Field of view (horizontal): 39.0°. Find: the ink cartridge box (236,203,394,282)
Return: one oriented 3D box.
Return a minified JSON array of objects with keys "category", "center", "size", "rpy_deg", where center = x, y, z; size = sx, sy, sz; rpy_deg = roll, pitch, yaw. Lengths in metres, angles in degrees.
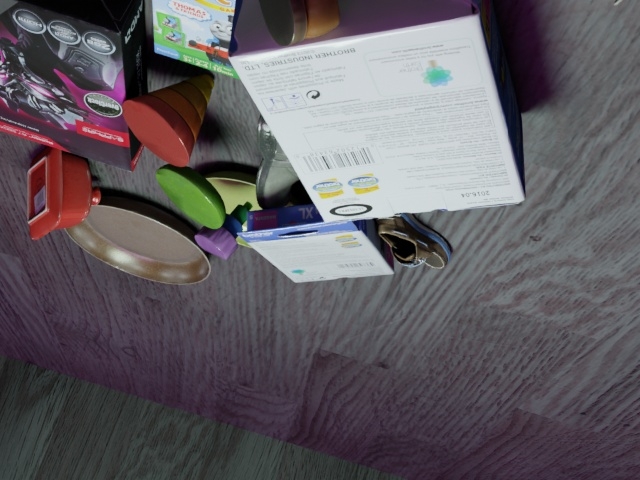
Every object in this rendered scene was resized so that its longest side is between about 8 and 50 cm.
[{"category":"ink cartridge box","center":[0.000,0.000,1.471],"size":[0.186,0.065,0.311],"rpy_deg":[-6,164,15]}]

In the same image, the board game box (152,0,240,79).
[{"category":"board game box","center":[-0.130,-0.287,1.127],"size":[0.160,0.039,0.211],"rpy_deg":[18,153,0]}]

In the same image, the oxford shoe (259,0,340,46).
[{"category":"oxford shoe","center":[-0.029,-0.298,0.862],"size":[0.076,0.076,0.212],"rpy_deg":[13,119,58]}]

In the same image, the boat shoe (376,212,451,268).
[{"category":"boat shoe","center":[0.149,0.008,1.501],"size":[0.066,0.066,0.183],"rpy_deg":[-11,142,45]}]

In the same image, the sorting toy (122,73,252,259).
[{"category":"sorting toy","center":[-0.170,-0.117,1.364],"size":[0.127,0.126,0.365],"rpy_deg":[27,155,28]}]

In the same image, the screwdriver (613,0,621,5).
[{"category":"screwdriver","center":[0.344,-0.275,0.888],"size":[0.025,0.024,0.170],"rpy_deg":[-7,166,-17]}]

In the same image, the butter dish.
[{"category":"butter dish","center":[-0.456,-0.086,1.634],"size":[0.118,0.160,0.160],"rpy_deg":[6,164,-36]}]

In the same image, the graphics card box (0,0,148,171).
[{"category":"graphics card box","center":[-0.367,-0.249,1.286],"size":[0.233,0.094,0.371],"rpy_deg":[18,153,-2]}]

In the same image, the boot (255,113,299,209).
[{"category":"boot","center":[-0.010,-0.108,1.347],"size":[0.161,0.083,0.246],"rpy_deg":[14,148,5]}]

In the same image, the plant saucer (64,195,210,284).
[{"category":"plant saucer","center":[-0.362,-0.005,1.810],"size":[0.311,0.050,0.310],"rpy_deg":[14,155,7]}]

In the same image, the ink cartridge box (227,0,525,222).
[{"category":"ink cartridge box","center":[0.091,-0.158,1.076],"size":[0.270,0.151,0.395],"rpy_deg":[-5,146,19]}]

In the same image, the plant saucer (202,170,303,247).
[{"category":"plant saucer","center":[-0.121,-0.055,1.578],"size":[0.241,0.037,0.241],"rpy_deg":[15,154,7]}]
